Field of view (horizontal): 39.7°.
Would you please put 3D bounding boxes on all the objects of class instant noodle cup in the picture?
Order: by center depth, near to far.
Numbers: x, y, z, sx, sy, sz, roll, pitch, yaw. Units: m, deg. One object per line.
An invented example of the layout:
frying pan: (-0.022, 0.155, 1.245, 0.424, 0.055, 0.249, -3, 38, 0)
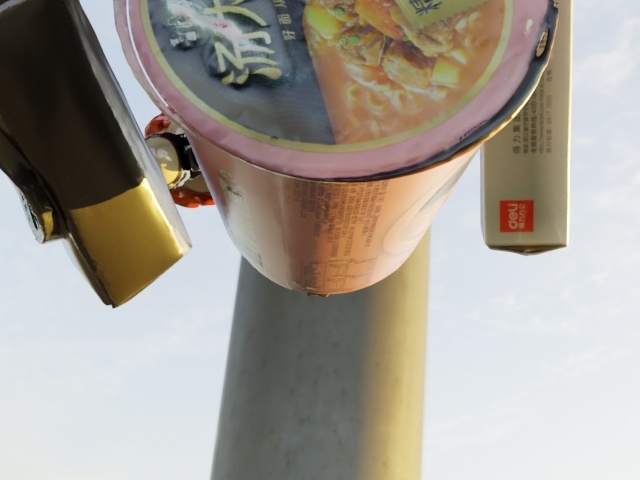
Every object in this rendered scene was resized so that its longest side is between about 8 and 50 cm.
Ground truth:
instant noodle cup: (0.006, -0.085, 0.583, 0.243, 0.244, 0.255, 5, -24, 1)

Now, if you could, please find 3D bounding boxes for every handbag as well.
handbag: (-0.229, -0.110, 0.729, 0.113, 0.257, 0.285, -30, -48, -13)

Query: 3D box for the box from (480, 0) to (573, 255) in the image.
box: (0.186, -0.132, 0.818, 0.079, 0.270, 0.135, -1, 15, 10)

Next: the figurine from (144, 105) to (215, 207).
figurine: (-0.196, -0.168, 1.623, 0.306, 0.241, 0.412, -27, 11, 3)
